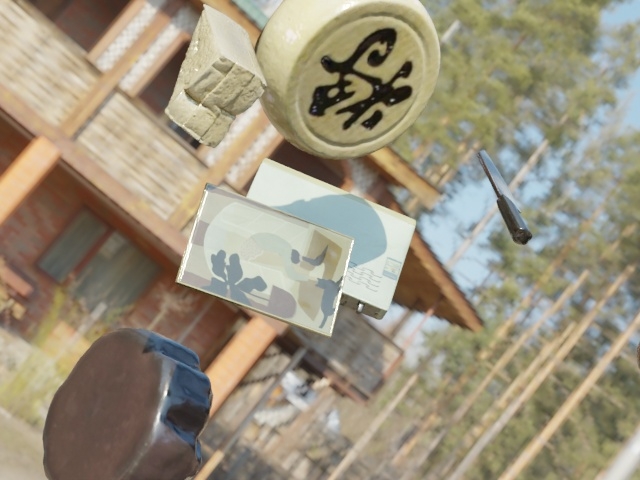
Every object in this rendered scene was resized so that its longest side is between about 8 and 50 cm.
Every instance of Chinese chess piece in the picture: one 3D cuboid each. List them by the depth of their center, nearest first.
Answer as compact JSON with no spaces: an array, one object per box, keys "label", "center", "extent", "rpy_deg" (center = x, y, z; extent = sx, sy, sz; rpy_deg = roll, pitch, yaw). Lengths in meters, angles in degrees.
[{"label":"Chinese chess piece","center":[0.036,-0.233,1.494],"extent":[0.257,0.257,0.104],"rpy_deg":[47,2,-45]}]

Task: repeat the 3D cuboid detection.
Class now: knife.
[{"label":"knife","center":[0.288,-0.073,1.747],"extent":[0.060,0.028,0.230],"rpy_deg":[29,29,-36]}]

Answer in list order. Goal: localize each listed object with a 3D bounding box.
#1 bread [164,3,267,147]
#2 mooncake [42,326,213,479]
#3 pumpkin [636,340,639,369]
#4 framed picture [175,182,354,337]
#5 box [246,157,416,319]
[{"label":"bread","center":[-0.131,-0.199,1.325],"extent":[0.077,0.105,0.152],"rpy_deg":[34,21,-30]},{"label":"mooncake","center":[-0.271,0.269,1.608],"extent":[0.141,0.283,0.283],"rpy_deg":[30,-1,-39]},{"label":"pumpkin","center":[0.613,0.217,1.770],"extent":[0.238,0.159,0.238],"rpy_deg":[28,23,-13]},{"label":"framed picture","center":[-0.063,0.024,1.350],"extent":[0.201,0.136,0.010],"rpy_deg":[21,-24,-15]},{"label":"box","center":[0.000,0.000,1.739],"extent":[0.270,0.210,0.045],"rpy_deg":[21,-34,-3]}]
